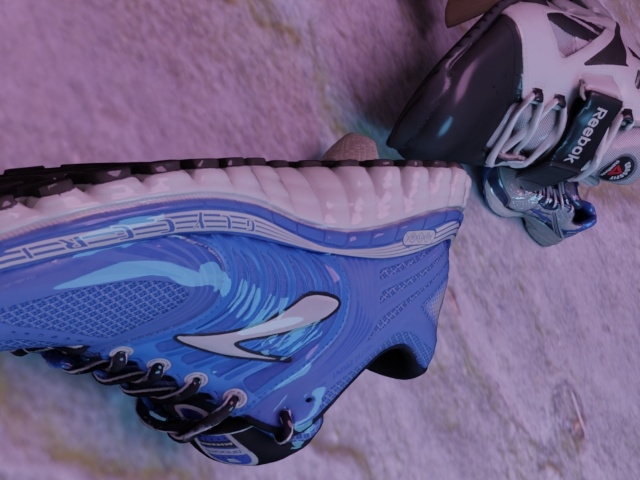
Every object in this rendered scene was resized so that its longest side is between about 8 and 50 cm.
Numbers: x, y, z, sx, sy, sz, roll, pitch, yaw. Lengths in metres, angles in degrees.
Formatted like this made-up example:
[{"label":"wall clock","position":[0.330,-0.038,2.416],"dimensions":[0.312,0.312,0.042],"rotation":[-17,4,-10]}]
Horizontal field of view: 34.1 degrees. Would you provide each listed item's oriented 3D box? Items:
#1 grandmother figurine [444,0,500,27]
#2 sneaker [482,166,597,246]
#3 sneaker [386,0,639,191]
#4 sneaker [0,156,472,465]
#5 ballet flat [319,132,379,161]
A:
[{"label":"grandmother figurine","position":[0.059,-0.329,0.750],"dimensions":[0.208,0.104,0.342],"rotation":[-35,103,-32]},{"label":"sneaker","position":[0.180,-0.040,0.848],"dimensions":[0.135,0.058,0.052],"rotation":[26,59,-44]},{"label":"sneaker","position":[0.180,-0.099,0.773],"dimensions":[0.146,0.122,0.330],"rotation":[48,39,14]},{"label":"sneaker","position":[-0.054,0.037,0.463],"dimensions":[0.330,0.129,0.147],"rotation":[-3,94,-39]},{"label":"ballet flat","position":[0.000,0.000,0.612],"dimensions":[0.052,0.057,0.168],"rotation":[27,58,-33]}]
